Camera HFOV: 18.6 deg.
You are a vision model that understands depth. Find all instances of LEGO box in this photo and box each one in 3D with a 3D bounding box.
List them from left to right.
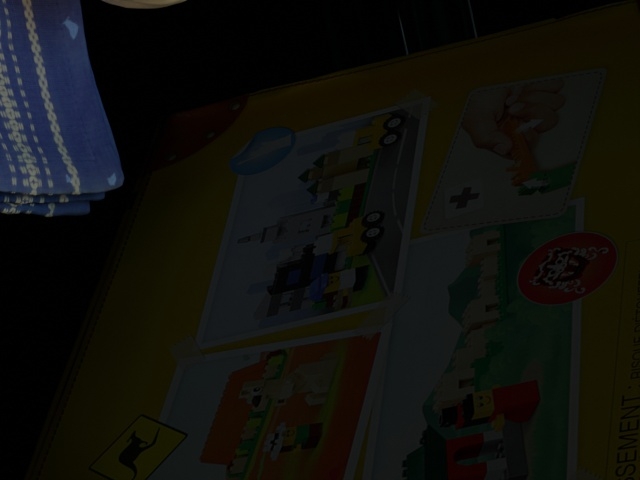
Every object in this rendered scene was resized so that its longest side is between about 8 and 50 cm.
[{"bbox_3d":[0.058,0.118,0.986,0.193,0.372,0.500,61,29,-34],"label":"LEGO box"}]

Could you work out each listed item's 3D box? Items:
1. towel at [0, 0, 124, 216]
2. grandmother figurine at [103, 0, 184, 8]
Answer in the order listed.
[{"bbox_3d":[-0.205,-0.135,0.932,0.336,0.040,0.243,2,76,-66],"label":"towel"},{"bbox_3d":[-0.089,-0.239,1.124,0.208,0.104,0.342,54,21,-28],"label":"grandmother figurine"}]
